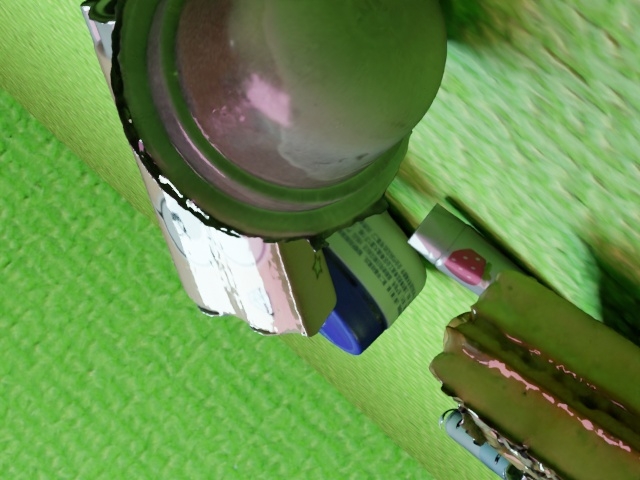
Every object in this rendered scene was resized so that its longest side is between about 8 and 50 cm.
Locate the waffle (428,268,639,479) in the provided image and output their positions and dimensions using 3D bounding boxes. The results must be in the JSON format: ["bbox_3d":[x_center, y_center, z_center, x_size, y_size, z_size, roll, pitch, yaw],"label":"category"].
[{"bbox_3d":[0.259,0.182,1.273,0.376,0.114,0.261,36,176,24],"label":"waffle"}]

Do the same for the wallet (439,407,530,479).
[{"bbox_3d":[0.234,0.239,1.964,0.170,0.069,0.231,27,180,-16],"label":"wallet"}]

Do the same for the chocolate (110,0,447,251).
[{"bbox_3d":[-0.001,-0.115,1.046,0.221,0.221,0.147,45,144,-11],"label":"chocolate"}]

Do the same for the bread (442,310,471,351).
[{"bbox_3d":[0.179,0.123,1.612,0.189,0.077,0.114,36,149,48],"label":"bread"}]

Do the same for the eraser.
[{"bbox_3d":[-0.087,-0.068,1.512,0.171,0.087,0.290,15,133,44],"label":"eraser"}]

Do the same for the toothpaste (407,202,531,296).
[{"bbox_3d":[0.157,0.045,1.450,0.194,0.043,0.067,37,167,2],"label":"toothpaste"}]

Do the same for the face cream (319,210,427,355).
[{"bbox_3d":[0.000,0.000,1.716,0.206,0.111,0.206,42,171,8],"label":"face cream"}]
